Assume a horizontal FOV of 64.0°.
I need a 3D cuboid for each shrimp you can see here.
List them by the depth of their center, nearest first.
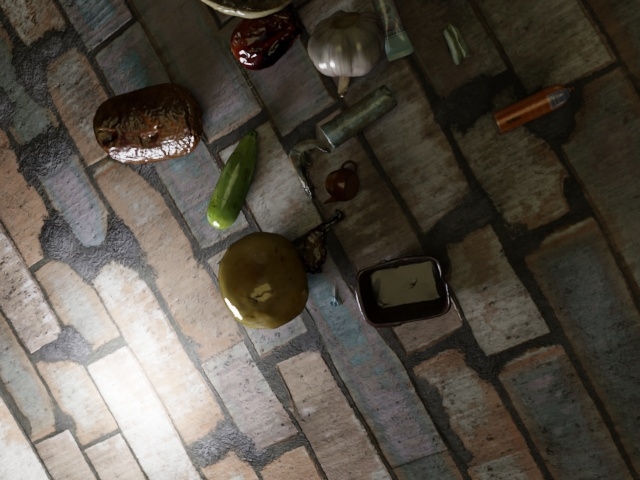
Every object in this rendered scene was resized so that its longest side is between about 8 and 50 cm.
[{"bbox_3d":[-0.021,-0.251,1.747,0.147,0.035,0.195,-23,92,16],"label":"shrimp"}]

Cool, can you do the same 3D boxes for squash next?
[{"bbox_3d":[-0.295,-0.209,1.788,0.118,0.118,0.371,28,103,9],"label":"squash"}]

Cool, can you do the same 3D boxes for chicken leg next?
[{"bbox_3d":[0.000,0.000,1.776,0.105,0.051,0.254,25,105,4],"label":"chicken leg"}]

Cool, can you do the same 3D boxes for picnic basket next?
[{"bbox_3d":[0.271,0.155,1.685,0.296,0.129,0.223,-13,95,17],"label":"picnic basket"}]

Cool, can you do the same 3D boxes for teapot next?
[{"bbox_3d":[0.065,-0.192,1.701,0.116,0.116,0.173,23,79,11],"label":"teapot"}]

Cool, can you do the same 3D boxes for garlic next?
[{"bbox_3d":[0.079,-0.564,1.594,0.244,0.245,0.253,10,139,14],"label":"garlic"}]

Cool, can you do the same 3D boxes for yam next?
[{"bbox_3d":[0.123,-0.398,1.648,0.259,0.093,0.093,-32,90,18],"label":"yam"}]

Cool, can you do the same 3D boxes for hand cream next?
[{"bbox_3d":[0.198,-0.729,1.590,0.085,0.058,0.332,-20,99,0],"label":"hand cream"}]

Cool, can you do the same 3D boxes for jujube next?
[{"bbox_3d":[-0.173,-0.652,1.649,0.236,0.168,0.168,-22,93,14],"label":"jujube"}]

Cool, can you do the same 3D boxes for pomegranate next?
[{"bbox_3d":[-0.195,0.137,1.721,0.332,0.332,0.333,3,101,15],"label":"pomegranate"}]

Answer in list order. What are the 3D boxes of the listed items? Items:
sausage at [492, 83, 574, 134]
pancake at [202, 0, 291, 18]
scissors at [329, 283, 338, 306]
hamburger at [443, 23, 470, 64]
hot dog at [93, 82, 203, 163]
[{"bbox_3d":[0.631,-0.395,1.515,0.234,0.071,0.071,-23,93,19],"label":"sausage"},{"bbox_3d":[-0.236,-0.853,1.602,0.386,0.082,0.388,2,74,-7],"label":"pancake"},{"bbox_3d":[0.047,0.195,1.820,0.035,0.006,0.084,1,100,17],"label":"scissors"},{"bbox_3d":[0.403,-0.595,1.536,0.054,0.084,0.121,-23,91,20],"label":"hamburger"},{"bbox_3d":[-0.596,-0.413,1.811,0.386,0.174,0.267,-9,100,8],"label":"hot dog"}]
